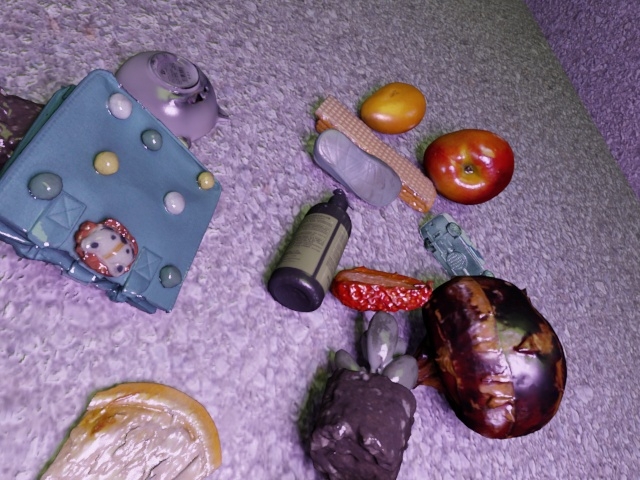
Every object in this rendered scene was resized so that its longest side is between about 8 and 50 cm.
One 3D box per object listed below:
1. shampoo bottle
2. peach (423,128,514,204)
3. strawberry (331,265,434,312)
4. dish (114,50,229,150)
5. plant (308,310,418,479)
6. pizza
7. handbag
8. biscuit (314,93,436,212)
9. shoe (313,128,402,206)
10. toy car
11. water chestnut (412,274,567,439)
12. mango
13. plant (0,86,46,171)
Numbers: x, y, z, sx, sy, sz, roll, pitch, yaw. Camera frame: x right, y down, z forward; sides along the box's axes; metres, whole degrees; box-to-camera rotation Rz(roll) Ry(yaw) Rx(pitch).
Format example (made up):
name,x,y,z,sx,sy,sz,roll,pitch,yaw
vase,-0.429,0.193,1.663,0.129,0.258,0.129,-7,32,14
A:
name,x,y,z,sx,sy,sz,roll,pitch,yaw
shampoo bottle,0.000,0.000,0.773,0.101,0.101,0.283,34,50,-10
peach,0.394,-0.200,1.082,0.244,0.199,0.243,8,19,-3
strawberry,0.109,0.102,0.747,0.121,0.188,0.082,-23,119,-67
dish,-0.279,-0.295,0.783,0.228,0.086,0.236,20,54,-21
plant,0.080,0.247,0.650,0.149,0.146,0.274,15,34,13
pizza,-0.254,0.284,0.486,0.181,0.034,0.262,51,49,3
handbag,-0.269,-0.065,0.567,0.268,0.100,0.274,51,36,-43
biscuit,0.142,-0.212,1.019,0.379,0.054,0.094,37,51,-8
shoe,0.080,-0.171,0.941,0.251,0.103,0.100,32,6,-28
toy car,0.338,0.037,0.972,0.076,0.090,0.224,-25,78,-46
water chestnut,0.277,0.208,0.744,0.300,0.300,0.299,16,56,-24
mango,0.200,-0.362,1.117,0.219,0.112,0.144,-26,79,-28
plant,-0.456,-0.137,0.548,0.203,0.131,0.142,-6,70,-34
